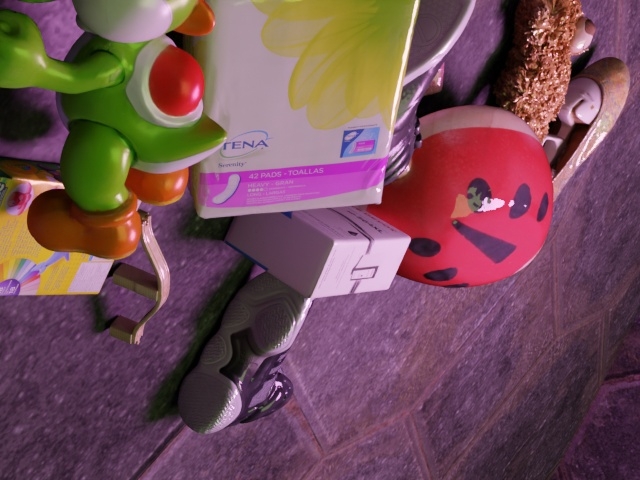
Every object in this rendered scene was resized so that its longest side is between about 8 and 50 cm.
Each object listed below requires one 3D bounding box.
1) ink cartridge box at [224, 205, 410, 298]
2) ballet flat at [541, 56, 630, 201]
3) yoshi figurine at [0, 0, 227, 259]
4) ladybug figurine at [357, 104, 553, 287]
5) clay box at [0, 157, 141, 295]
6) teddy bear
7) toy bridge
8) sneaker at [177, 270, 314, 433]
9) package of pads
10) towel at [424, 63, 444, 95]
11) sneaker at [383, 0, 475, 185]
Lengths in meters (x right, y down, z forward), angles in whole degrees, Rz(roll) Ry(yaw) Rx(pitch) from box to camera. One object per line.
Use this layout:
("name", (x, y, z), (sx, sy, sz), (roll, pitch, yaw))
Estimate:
("ink cartridge box", (0.000, 0.000, 1.517), (0.203, 0.148, 0.086), (-4, 121, -59))
("ballet flat", (0.420, -0.184, 2.058), (0.348, 0.123, 0.123), (-56, 153, 2))
("yoshi figurine", (-0.204, -0.170, 0.992), (0.203, 0.203, 0.362), (-13, 136, -23))
("ladybug figurine", (0.209, -0.045, 1.733), (0.305, 0.162, 0.449), (-45, 151, 17))
("clay box", (-0.280, -0.011, 1.146), (0.222, 0.053, 0.127), (5, 115, -59))
("teddy bear", (0.352, -0.252, 1.866), (0.245, 0.113, 0.338), (-23, 138, -51))
("toy bridge", (-0.202, 0.048, 1.326), (0.026, 0.063, 0.188), (-54, 160, -49))
("sneaker", (-0.077, 0.149, 1.615), (0.268, 0.101, 0.153), (-54, 154, 8))
("package of pads", (-0.033, -0.164, 1.239), (0.229, 0.101, 0.296), (-5, 131, -17))
("towel", (0.066, -0.234, 1.493), (0.329, 0.037, 0.237), (-34, 145, -37))
("sneaker", (0.098, -0.189, 1.456), (0.296, 0.104, 0.147), (-52, 152, 3))
